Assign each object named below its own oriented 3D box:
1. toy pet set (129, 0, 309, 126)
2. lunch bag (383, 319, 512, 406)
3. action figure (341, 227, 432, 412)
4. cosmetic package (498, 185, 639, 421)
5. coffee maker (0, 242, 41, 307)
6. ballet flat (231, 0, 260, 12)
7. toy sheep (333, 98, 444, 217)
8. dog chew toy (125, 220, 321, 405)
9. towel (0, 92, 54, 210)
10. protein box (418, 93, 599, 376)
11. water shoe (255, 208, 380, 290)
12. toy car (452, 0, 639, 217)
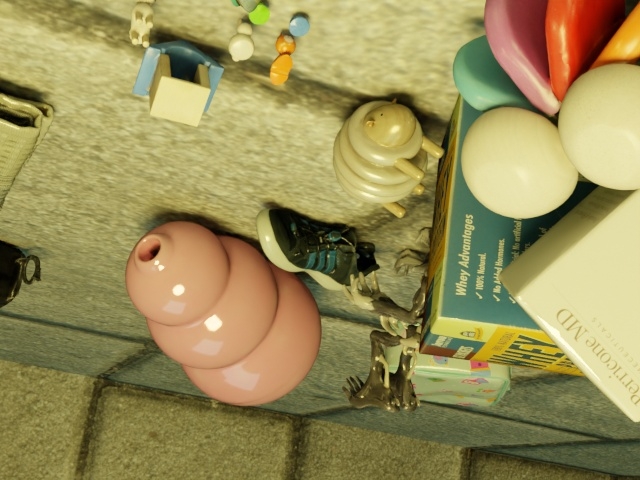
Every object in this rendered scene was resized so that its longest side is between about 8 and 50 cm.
[{"bbox_3d":[-0.088,-0.147,0.641,0.122,0.065,0.114,12,126,-22],"label":"toy pet set"},{"bbox_3d":[0.218,0.210,1.445,0.223,0.108,0.279,3,161,6],"label":"lunch bag"},{"bbox_3d":[0.108,0.072,1.007,0.141,0.276,0.164,38,-152,32],"label":"action figure"},{"bbox_3d":[0.241,-0.006,0.545,0.117,0.231,0.085,46,-173,-3],"label":"cosmetic package"},{"bbox_3d":[-0.534,0.025,1.238,0.171,0.120,0.178,-30,145,25],"label":"coffee maker"},{"bbox_3d":[-0.044,-0.191,0.461,0.070,0.070,0.188,3,164,14],"label":"ballet flat"},{"bbox_3d":[0.052,-0.070,0.730,0.091,0.091,0.132,11,146,-8],"label":"toy sheep"},{"bbox_3d":[-0.133,0.087,1.114,0.206,0.207,0.332,-2,151,26],"label":"dog chew toy"},{"bbox_3d":[-0.440,-0.130,0.836,0.312,0.056,0.324,20,160,-23],"label":"towel"},{"bbox_3d":[0.196,-0.002,0.693,0.201,0.200,0.136,8,162,3],"label":"protein box"},{"bbox_3d":[0.000,0.000,1.013,0.080,0.073,0.203,-26,152,22],"label":"water shoe"},{"bbox_3d":[0.158,-0.109,0.525,0.182,0.159,0.136,-17,114,51],"label":"toy car"}]
